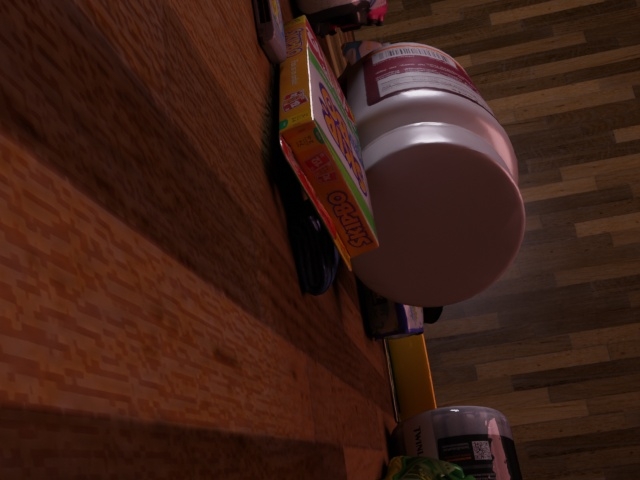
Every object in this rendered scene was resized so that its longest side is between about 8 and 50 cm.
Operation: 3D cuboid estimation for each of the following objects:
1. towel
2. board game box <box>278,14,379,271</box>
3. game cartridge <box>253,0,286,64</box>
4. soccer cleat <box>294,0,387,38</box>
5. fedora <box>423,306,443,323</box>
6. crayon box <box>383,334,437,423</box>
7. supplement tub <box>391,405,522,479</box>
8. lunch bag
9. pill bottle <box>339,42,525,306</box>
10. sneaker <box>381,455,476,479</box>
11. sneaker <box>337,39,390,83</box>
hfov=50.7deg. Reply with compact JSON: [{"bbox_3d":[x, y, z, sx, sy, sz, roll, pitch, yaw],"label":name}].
[{"bbox_3d":[0.000,0.000,0.568,0.119,0.029,0.067,-71,151,-75],"label":"towel"},{"bbox_3d":[0.003,-0.095,0.586,0.259,0.039,0.124,-90,155,-53],"label":"board game box"},{"bbox_3d":[-0.043,-0.192,0.557,0.056,0.017,0.083,54,27,-82],"label":"game cartridge"},{"bbox_3d":[0.027,-0.357,0.919,0.331,0.116,0.143,-73,152,-74],"label":"soccer cleat"},{"bbox_3d":[0.193,-0.013,1.217,0.334,0.153,0.333,159,-90,-79],"label":"fedora"},{"bbox_3d":[0.198,0.292,1.458,0.323,0.083,0.203,57,24,-70],"label":"crayon box"},{"bbox_3d":[0.219,0.426,1.013,0.193,0.194,0.315,69,13,-56],"label":"supplement tub"},{"bbox_3d":[0.113,0.087,1.049,0.151,0.096,0.128,95,-14,-79],"label":"lunch bag"},{"bbox_3d":[0.119,-0.100,0.849,0.392,0.224,0.224,-85,163,-62],"label":"pill bottle"},{"bbox_3d":[0.139,0.321,0.815,0.295,0.124,0.109,-9,89,-82],"label":"sneaker"},{"bbox_3d":[0.066,-0.244,1.208,0.087,0.092,0.228,-91,-172,-61],"label":"sneaker"}]
